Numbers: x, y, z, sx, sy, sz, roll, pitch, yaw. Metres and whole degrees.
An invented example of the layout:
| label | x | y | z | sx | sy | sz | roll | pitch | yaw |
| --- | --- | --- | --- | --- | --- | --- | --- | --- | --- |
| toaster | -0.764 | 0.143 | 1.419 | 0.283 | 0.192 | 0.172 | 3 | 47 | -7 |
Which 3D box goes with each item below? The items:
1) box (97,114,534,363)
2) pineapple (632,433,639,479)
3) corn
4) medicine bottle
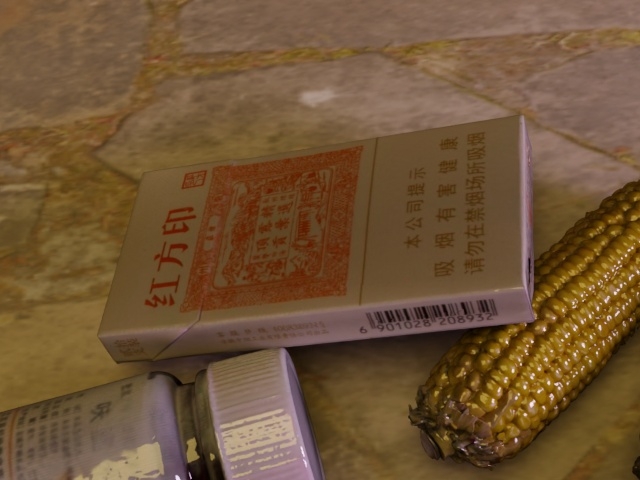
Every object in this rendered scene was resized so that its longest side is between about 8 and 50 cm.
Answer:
| label | x | y | z | sx | sy | sz | roll | pitch | yaw |
| --- | --- | --- | --- | --- | --- | --- | --- | --- | --- |
| box | -0.001 | -0.001 | 1.061 | 0.365 | 0.051 | 0.204 | -8 | 46 | 16 |
| pineapple | 0.298 | 0.179 | 0.939 | 0.169 | 0.169 | 0.340 | -2 | 56 | 9 |
| corn | 0.201 | 0.067 | 1.022 | 0.115 | 0.115 | 0.318 | 40 | 76 | 23 |
| medicine bottle | -0.140 | 0.190 | 0.988 | 0.273 | 0.165 | 0.165 | -16 | 63 | 3 |
